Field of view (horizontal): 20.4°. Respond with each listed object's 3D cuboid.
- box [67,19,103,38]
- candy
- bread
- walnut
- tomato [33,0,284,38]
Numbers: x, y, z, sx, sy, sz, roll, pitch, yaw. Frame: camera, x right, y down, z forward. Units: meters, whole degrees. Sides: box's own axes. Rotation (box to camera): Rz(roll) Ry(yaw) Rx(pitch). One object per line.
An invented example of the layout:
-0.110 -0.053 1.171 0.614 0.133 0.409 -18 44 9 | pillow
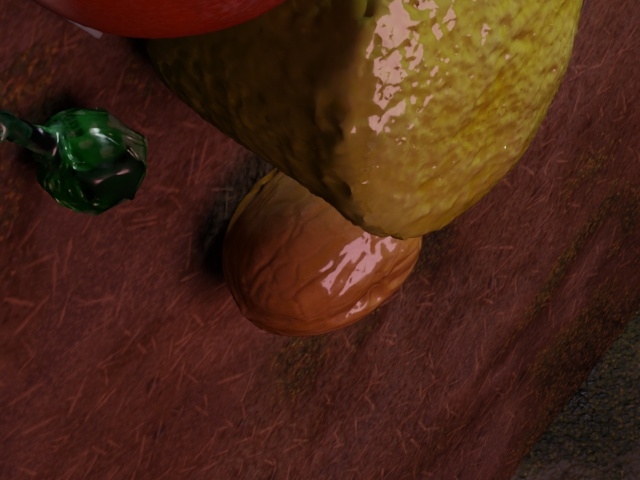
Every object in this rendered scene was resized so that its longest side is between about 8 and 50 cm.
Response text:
-0.168 -0.259 1.429 0.177 0.036 0.115 -57 153 1 | box
-0.260 -0.094 1.437 0.323 0.097 0.097 22 101 -54 | candy
0.043 -0.207 1.534 0.348 0.308 0.348 -38 145 -32 | bread
0.000 0.000 1.842 0.225 0.193 0.193 -41 151 -8 | walnut
-0.122 -0.309 1.202 0.341 0.272 0.341 -5 96 -62 | tomato
